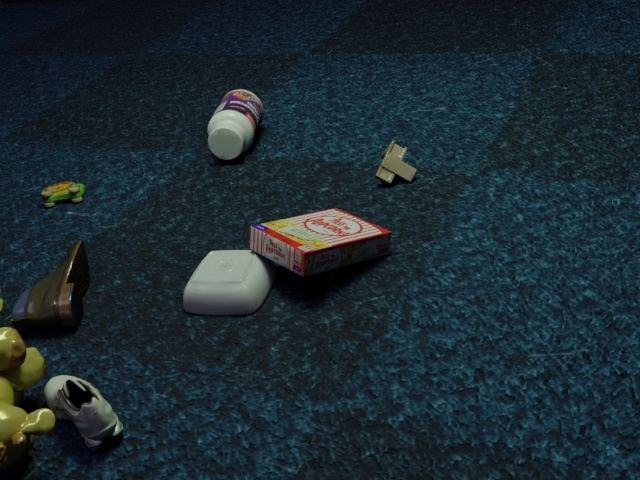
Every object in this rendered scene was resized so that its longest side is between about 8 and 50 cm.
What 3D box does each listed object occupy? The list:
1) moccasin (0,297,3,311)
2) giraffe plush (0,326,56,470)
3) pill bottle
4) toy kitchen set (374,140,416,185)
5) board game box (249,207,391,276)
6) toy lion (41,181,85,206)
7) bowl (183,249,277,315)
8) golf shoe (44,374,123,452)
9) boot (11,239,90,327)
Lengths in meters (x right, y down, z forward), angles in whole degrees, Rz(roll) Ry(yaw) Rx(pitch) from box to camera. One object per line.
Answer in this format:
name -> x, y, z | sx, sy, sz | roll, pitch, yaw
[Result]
moccasin -> -0.603, 0.077, 1.288 | 0.139, 0.147, 0.380 | 9, 22, -26
giraffe plush -> -0.437, 0.229, 1.023 | 0.181, 0.210, 0.170 | -47, 65, -1
pill bottle -> -0.199, -0.264, 1.780 | 0.108, 0.108, 0.193 | -4, 32, 10
toy kitchen set -> 0.150, -0.141, 1.557 | 0.068, 0.075, 0.083 | 28, 75, -5
board game box -> 0.000, 0.000, 1.305 | 0.193, 0.045, 0.147 | -14, 27, -39
toy lion -> -0.573, -0.110, 1.726 | 0.100, 0.034, 0.096 | -8, 24, 4
bowl -> -0.155, 0.062, 1.295 | 0.142, 0.053, 0.142 | -1, 32, 18
golf shoe -> -0.338, 0.215, 1.074 | 0.176, 0.086, 0.069 | 20, 45, 42
boot -> -0.467, 0.072, 1.347 | 0.106, 0.082, 0.219 | -9, 33, -3
